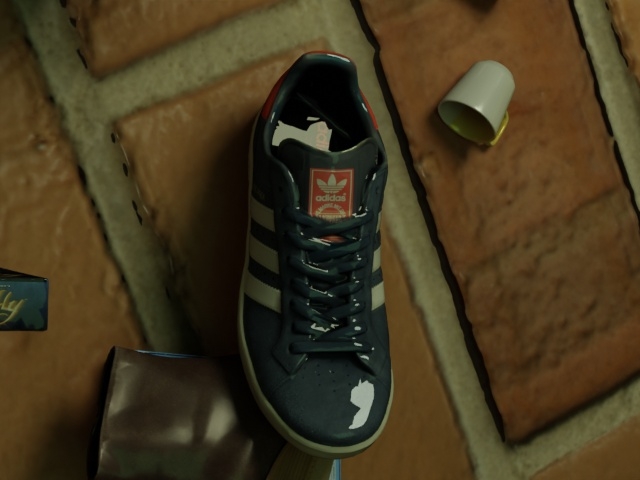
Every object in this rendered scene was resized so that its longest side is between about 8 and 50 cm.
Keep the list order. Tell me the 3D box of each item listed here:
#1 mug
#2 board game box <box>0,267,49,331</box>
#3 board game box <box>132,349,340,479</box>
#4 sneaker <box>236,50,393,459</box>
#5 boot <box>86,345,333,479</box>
[{"bbox_3d":[0.152,-0.133,1.558,0.062,0.078,0.064,29,68,8],"label":"mug"},{"bbox_3d":[-0.349,0.041,1.251,0.243,0.165,0.042,2,92,-27],"label":"board game box"},{"bbox_3d":[-0.082,0.184,1.439,0.211,0.039,0.160,8,73,-27],"label":"board game box"},{"bbox_3d":[0.000,0.000,1.353,0.131,0.148,0.350,-1,63,-15],"label":"sneaker"},{"bbox_3d":[-0.077,0.118,1.387,0.206,0.090,0.249,20,62,-18],"label":"boot"}]
